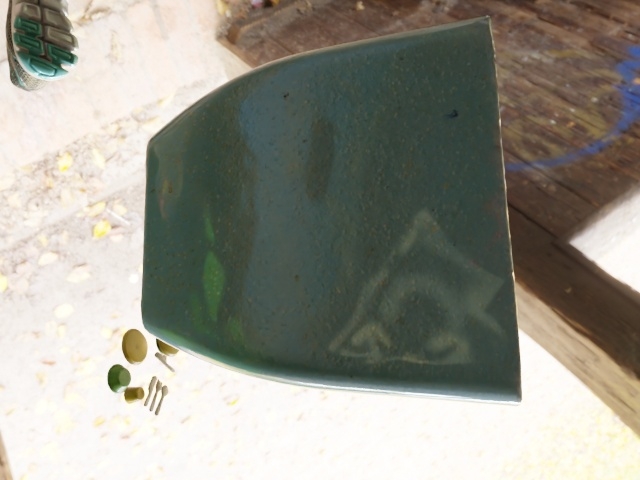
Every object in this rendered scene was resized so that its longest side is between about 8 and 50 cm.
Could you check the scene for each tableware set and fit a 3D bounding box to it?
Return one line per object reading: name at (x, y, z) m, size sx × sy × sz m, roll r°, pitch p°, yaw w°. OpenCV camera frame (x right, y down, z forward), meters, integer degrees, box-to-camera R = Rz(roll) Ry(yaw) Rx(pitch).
tableware set at (-0.233, 0.149, 0.842) m, size 0.024 × 0.154 × 0.104 m, roll -14°, pitch 132°, yaw 24°

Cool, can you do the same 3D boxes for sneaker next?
sneaker at (-0.249, -0.204, 0.547) m, size 0.064 × 0.167 × 0.076 m, roll 12°, pitch 158°, yaw -36°

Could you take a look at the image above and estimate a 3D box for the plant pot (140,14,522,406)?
plant pot at (0.000, 0.000, 0.506) m, size 0.252 × 0.248 × 0.247 m, roll -2°, pitch 169°, yaw 5°
